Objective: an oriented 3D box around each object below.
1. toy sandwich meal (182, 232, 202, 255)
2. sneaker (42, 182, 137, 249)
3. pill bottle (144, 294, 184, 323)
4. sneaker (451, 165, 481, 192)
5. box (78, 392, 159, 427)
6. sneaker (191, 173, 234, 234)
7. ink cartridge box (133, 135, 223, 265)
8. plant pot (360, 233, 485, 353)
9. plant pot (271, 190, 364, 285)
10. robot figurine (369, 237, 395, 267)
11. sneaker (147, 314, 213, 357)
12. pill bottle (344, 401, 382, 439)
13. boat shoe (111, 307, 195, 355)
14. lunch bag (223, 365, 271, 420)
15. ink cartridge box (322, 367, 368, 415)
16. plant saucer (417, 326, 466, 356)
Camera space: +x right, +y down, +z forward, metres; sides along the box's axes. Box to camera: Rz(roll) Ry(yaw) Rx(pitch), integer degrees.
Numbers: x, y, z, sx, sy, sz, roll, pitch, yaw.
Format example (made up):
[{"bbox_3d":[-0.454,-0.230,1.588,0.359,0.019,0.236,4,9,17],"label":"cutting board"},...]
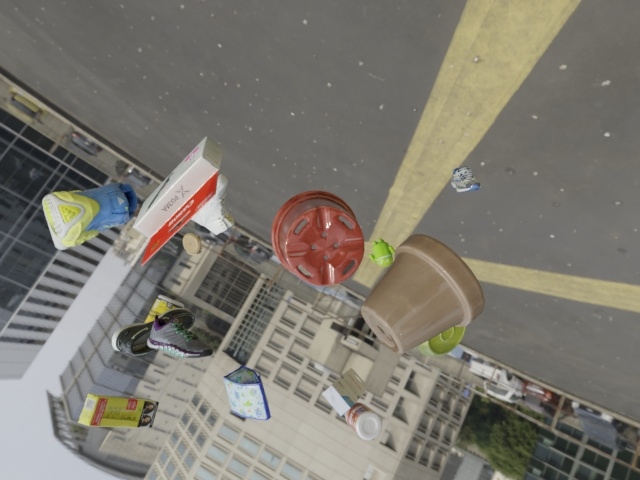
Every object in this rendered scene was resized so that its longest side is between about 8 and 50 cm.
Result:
[{"bbox_3d":[-0.455,0.012,1.506,0.085,0.086,0.029,25,-157,15],"label":"toy sandwich meal"},{"bbox_3d":[-0.362,-0.040,0.673,0.240,0.126,0.091,6,110,56],"label":"sneaker"},{"bbox_3d":[-0.590,0.302,1.556,0.103,0.184,0.103,21,165,6],"label":"pill bottle"},{"bbox_3d":[0.353,-0.153,1.039,0.052,0.058,0.135,-9,-164,-1],"label":"sneaker"},{"bbox_3d":[-0.619,0.532,1.311,0.058,0.088,0.232,-1,156,30],"label":"box"},{"bbox_3d":[-0.412,-0.140,1.749,0.169,0.108,0.292,36,133,-12],"label":"sneaker"},{"bbox_3d":[-0.353,-0.101,1.025,0.060,0.275,0.239,40,-159,-29],"label":"ink cartridge box"},{"bbox_3d":[0.230,0.152,1.049,0.263,0.229,0.263,48,166,17],"label":"plant pot"},{"bbox_3d":[0.000,0.000,1.162,0.272,0.273,0.265,31,-177,-9],"label":"plant pot"},{"bbox_3d":[0.241,0.051,1.633,0.101,0.115,0.067,-24,160,22],"label":"robot figurine"},{"bbox_3d":[-0.410,0.278,1.228,0.223,0.098,0.083,6,179,20],"label":"sneaker"},{"bbox_3d":[0.184,0.808,1.911,0.121,0.121,0.216,31,167,-10],"label":"pill bottle"},{"bbox_3d":[-0.523,0.305,1.391,0.091,0.115,0.302,11,-163,31],"label":"boat shoe"},{"bbox_3d":[-0.215,0.472,1.296,0.151,0.096,0.129,2,110,47],"label":"lunch bag"},{"bbox_3d":[0.097,0.562,1.574,0.104,0.060,0.180,47,-157,16],"label":"ink cartridge box"},{"bbox_3d":[0.464,0.337,1.578,0.241,0.241,0.037,37,178,-31],"label":"plant saucer"}]
